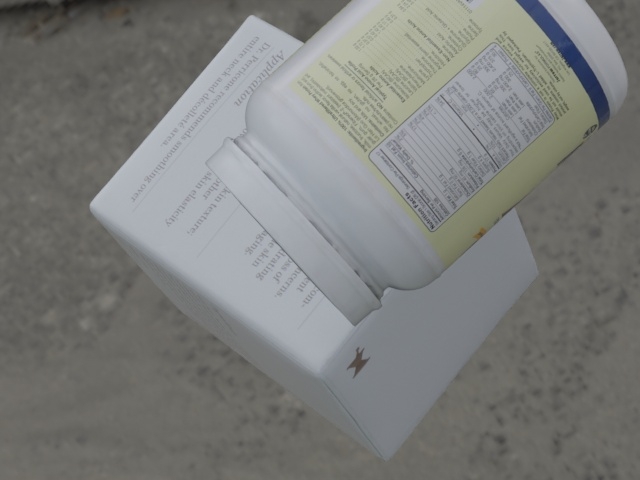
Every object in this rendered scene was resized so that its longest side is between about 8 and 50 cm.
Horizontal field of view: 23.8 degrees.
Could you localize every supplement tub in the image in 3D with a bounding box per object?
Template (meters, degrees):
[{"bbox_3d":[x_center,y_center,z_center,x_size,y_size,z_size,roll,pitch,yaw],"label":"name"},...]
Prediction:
[{"bbox_3d":[0.082,-0.105,1.346,0.325,0.235,0.235,-42,36,-1],"label":"supplement tub"}]

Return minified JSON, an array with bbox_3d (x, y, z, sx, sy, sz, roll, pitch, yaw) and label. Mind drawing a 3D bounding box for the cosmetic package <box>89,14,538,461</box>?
[{"bbox_3d":[0.000,0.000,1.887,0.393,0.327,0.329,34,78,28],"label":"cosmetic package"}]
